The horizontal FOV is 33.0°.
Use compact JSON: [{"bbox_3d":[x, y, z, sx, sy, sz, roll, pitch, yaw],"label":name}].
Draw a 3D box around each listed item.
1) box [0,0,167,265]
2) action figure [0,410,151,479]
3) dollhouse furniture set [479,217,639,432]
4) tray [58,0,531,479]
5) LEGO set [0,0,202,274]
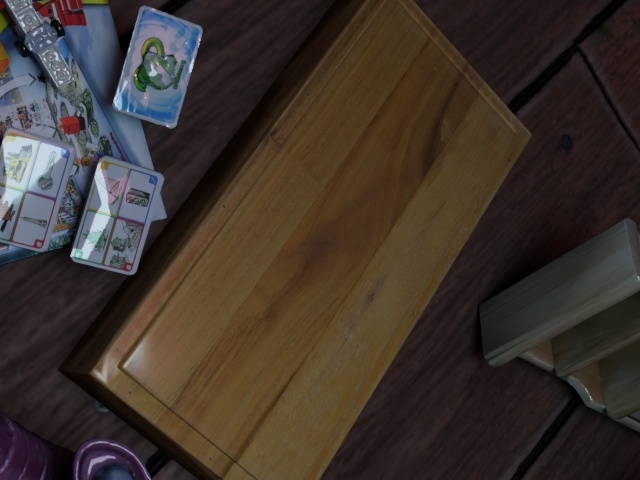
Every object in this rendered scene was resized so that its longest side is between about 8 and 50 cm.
[{"bbox_3d":[-0.216,-0.106,0.762,0.159,0.044,0.233,-18,96,-31],"label":"box"},{"bbox_3d":[-0.240,0.149,0.678,0.248,0.275,0.370,-27,133,10],"label":"action figure"},{"bbox_3d":[0.297,0.220,0.893,0.256,0.362,0.394,27,45,-29],"label":"dollhouse furniture set"},{"bbox_3d":[0.000,0.000,0.875,0.203,0.076,0.411,44,65,-22],"label":"tray"},{"bbox_3d":[-0.183,-0.115,0.740,0.182,0.060,0.244,16,91,-30],"label":"LEGO set"}]
